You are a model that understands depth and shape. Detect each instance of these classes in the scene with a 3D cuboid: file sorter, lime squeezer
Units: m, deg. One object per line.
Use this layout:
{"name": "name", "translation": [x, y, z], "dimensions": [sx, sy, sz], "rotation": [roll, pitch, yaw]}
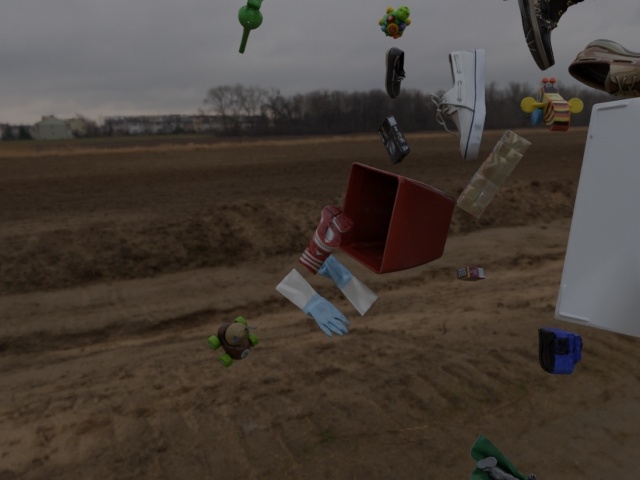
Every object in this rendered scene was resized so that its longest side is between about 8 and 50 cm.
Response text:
{"name": "file sorter", "translation": [0.437, -0.016, 0.612], "dimensions": [0.173, 0.277, 0.193], "rotation": [12, -2, -33]}
{"name": "lime squeezer", "translation": [-0.138, -0.544, 1.153], "dimensions": [0.059, 0.310, 0.110], "rotation": [27, 39, 0]}

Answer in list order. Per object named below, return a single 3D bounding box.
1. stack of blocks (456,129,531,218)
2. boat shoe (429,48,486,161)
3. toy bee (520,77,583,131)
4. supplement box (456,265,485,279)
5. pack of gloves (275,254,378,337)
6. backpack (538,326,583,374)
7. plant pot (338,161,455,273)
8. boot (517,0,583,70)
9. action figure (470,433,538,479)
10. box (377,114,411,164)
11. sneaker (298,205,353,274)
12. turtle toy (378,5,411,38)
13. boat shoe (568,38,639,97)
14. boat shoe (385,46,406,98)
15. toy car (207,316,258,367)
{"name": "stack of blocks", "translation": [0.591, -0.230, 1.775], "dimensions": [0.087, 0.297, 0.171], "rotation": [34, 18, 7]}
{"name": "boat shoe", "translation": [0.397, -0.403, 1.507], "dimensions": [0.157, 0.367, 0.136], "rotation": [4, -15, 9]}
{"name": "toy bee", "translation": [0.785, -0.481, 1.792], "dimensions": [0.195, 0.162, 0.298], "rotation": [-7, 23, -15]}
{"name": "supplement box", "translation": [0.545, 0.121, 1.864], "dimensions": [0.083, 0.043, 0.055], "rotation": [7, -19, -28]}
{"name": "pack of gloves", "translation": [0.026, 0.137, 1.413], "dimensions": [0.195, 0.232, 0.046], "rotation": [-46, -5, -30]}
{"name": "backpack", "translation": [0.657, 0.306, 1.408], "dimensions": [0.101, 0.120, 0.098], "rotation": [4, -1, 3]}
{"name": "plant pot", "translation": [0.227, -0.063, 1.493], "dimensions": [0.236, 0.267, 0.267], "rotation": [4, 14, -27]}
{"name": "boot", "translation": [0.851, -0.815, 1.783], "dimensions": [0.284, 0.377, 0.138], "rotation": [-15, 9, 14]}
{"name": "action figure", "translation": [0.346, 0.449, 0.901], "dimensions": [0.232, 0.137, 0.063], "rotation": [37, -29, -28]}
{"name": "box", "translation": [0.149, -0.205, 1.049], "dimensions": [0.018, 0.083, 0.067], "rotation": [-23, -6, -13]}
{"name": "sneaker", "translation": [0.000, 0.000, 1.243], "dimensions": [0.087, 0.128, 0.221], "rotation": [39, 26, 1]}
{"name": "turtle toy", "translation": [0.253, -0.732, 1.720], "dimensions": [0.095, 0.130, 0.066], "rotation": [26, 52, -13]}
{"name": "boat shoe", "translation": [0.772, -0.406, 1.292], "dimensions": [0.116, 0.123, 0.324], "rotation": [-34, 40, -8]}
{"name": "boat shoe", "translation": [0.290, -0.632, 1.962], "dimensions": [0.065, 0.206, 0.075], "rotation": [22, 49, 32]}
{"name": "toy car", "translation": [-0.292, 0.354, 1.849], "dimensions": [0.155, 0.149, 0.188], "rotation": [-35, 1, -33]}
